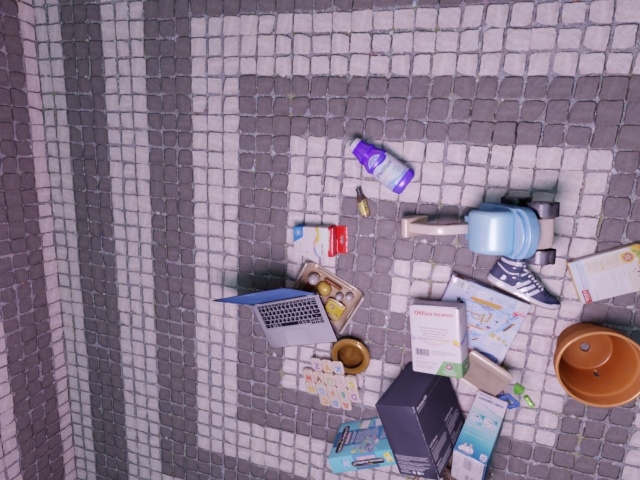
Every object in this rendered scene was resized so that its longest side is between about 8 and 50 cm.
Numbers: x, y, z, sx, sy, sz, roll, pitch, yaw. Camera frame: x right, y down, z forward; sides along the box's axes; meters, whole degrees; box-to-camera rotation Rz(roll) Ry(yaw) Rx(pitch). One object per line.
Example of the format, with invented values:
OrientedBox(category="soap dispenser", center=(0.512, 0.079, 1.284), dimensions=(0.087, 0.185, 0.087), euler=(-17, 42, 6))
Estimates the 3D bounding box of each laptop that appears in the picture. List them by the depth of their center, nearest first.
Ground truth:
OrientedBox(category="laptop", center=(-0.193, 0.359, 1.803), dimensions=(0.382, 0.236, 0.407), euler=(-13, 106, 28))

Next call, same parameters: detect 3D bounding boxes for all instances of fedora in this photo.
OrientedBox(category="fedora", center=(0.146, 0.521, 1.868), dimensions=(0.195, 0.079, 0.194), euler=(9, 112, 22))

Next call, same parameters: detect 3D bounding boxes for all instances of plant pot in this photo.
OrientedBox(category="plant pot", center=(1.022, 0.438, 1.517), dimensions=(0.291, 0.203, 0.290), euler=(4, 102, 17))

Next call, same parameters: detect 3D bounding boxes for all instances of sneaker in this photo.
OrientedBox(category="sneaker", center=(0.817, 0.150, 1.577), dimensions=(0.282, 0.099, 0.153), euler=(26, 109, 14))

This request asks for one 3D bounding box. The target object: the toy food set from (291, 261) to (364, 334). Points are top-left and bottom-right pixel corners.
OrientedBox(category="toy food set", center=(0.018, 0.264, 1.850), dimensions=(0.306, 0.092, 0.219), euler=(32, 108, 9))

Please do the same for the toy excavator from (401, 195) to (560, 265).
OrientedBox(category="toy excavator", center=(0.577, -0.048, 1.526), dimensions=(0.446, 0.433, 0.222), euler=(-3, 102, -11))

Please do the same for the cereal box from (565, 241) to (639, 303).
OrientedBox(category="cereal box", center=(1.078, 0.125, 1.517), dimensions=(0.240, 0.047, 0.172), euler=(-19, 95, 20))

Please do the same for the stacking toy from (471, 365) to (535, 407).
OrientedBox(category="stacking toy", center=(0.770, 0.659, 1.720), dimensions=(0.167, 0.052, 0.221), euler=(-38, 89, 20))

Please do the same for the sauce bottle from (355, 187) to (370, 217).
OrientedBox(category="sauce bottle", center=(0.179, -0.162, 1.740), dimensions=(0.042, 0.042, 0.128), euler=(-15, 99, 19))

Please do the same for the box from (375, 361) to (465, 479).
OrientedBox(category="box", center=(0.422, 0.721, 1.671), dimensions=(0.179, 0.343, 0.312), euler=(-15, 96, 39))

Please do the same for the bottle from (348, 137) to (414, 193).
OrientedBox(category="bottle", center=(0.246, -0.313, 1.661), dimensions=(0.283, 0.092, 0.118), euler=(39, 111, 6))

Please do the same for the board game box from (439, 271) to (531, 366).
OrientedBox(category="board game box", center=(0.643, 0.334, 1.684), dimensions=(0.319, 0.066, 0.317), euler=(22, 107, 12))

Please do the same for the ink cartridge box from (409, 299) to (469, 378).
OrientedBox(category="ink cartridge box", center=(0.479, 0.389, 1.635), dimensions=(0.202, 0.117, 0.278), euler=(-2, 94, 35))

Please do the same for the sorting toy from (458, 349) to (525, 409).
OrientedBox(category="sorting toy", center=(0.667, 0.546, 1.666), dimensions=(0.348, 0.047, 0.195), euler=(33, 137, 20))

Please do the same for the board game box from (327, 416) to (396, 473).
OrientedBox(category="board game box", center=(0.228, 0.911, 1.832), dimensions=(0.336, 0.254, 0.079), euler=(-20, 95, 20))

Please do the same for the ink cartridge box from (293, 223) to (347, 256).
OrientedBox(category="ink cartridge box", center=(0.000, 0.000, 1.809), dimensions=(0.231, 0.078, 0.134), euler=(2, 102, 16))

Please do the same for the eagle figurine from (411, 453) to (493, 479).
OrientedBox(category="eagle figurine", center=(0.551, 0.984, 1.748), dimensions=(0.225, 0.226, 0.298), euler=(33, 144, -11))

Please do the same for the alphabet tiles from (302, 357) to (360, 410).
OrientedBox(category="alphabet tiles", center=(0.049, 0.687, 1.927), dimensions=(0.284, 0.021, 0.277), euler=(-1, 111, 28))

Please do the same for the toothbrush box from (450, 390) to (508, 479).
OrientedBox(category="toothbrush box", center=(0.637, 0.796, 1.621), dimensions=(0.126, 0.295, 0.216), euler=(16, 130, 31))
